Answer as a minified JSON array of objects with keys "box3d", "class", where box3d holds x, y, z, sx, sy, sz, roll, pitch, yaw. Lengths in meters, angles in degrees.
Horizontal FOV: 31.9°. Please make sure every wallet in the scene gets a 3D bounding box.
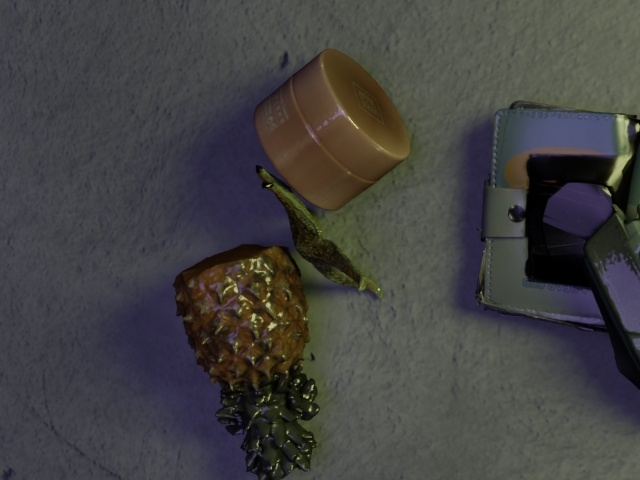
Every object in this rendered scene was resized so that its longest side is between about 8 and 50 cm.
[{"box3d":[0.245,-0.024,1.160,0.170,0.069,0.231,9,97,22],"class":"wallet"}]

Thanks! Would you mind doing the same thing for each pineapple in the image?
[{"box3d":[-0.066,0.146,1.287,0.158,0.158,0.278,-14,95,27],"class":"pineapple"}]

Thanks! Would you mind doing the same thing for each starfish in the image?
[{"box3d":[-0.001,0.002,1.226,0.050,0.223,0.217,-49,32,-2],"class":"starfish"}]

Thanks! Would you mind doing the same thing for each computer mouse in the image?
[{"box3d":[0.337,0.069,1.084,0.126,0.071,0.231,-20,94,9],"class":"computer mouse"}]

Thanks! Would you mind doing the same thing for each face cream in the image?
[{"box3d":[0.013,-0.120,1.227,0.104,0.149,0.149,-37,76,25],"class":"face cream"}]
